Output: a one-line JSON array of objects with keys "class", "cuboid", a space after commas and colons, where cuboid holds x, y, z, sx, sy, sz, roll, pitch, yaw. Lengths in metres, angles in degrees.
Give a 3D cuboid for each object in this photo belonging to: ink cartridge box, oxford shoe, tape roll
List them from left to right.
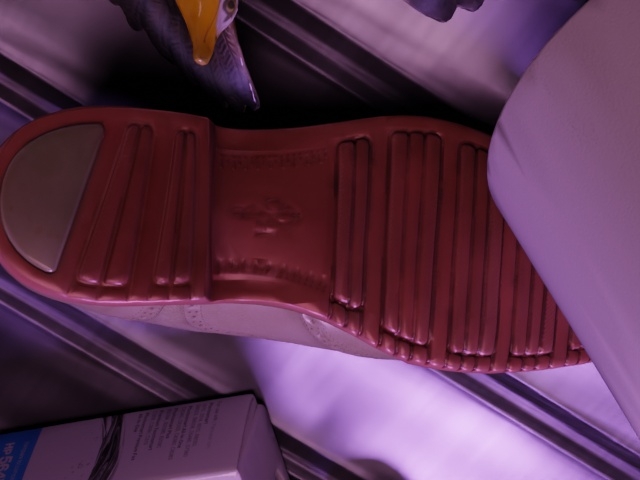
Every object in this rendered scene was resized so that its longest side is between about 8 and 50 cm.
[{"class": "ink cartridge box", "cuboid": [-0.123, 0.200, 1.028, 0.203, 0.086, 0.148, -11, 119, 14]}, {"class": "oxford shoe", "cuboid": [0.000, 0.000, 0.893, 0.397, 0.146, 0.140, 11, 79, -12]}, {"class": "tape roll", "cuboid": [0.228, -0.021, 0.745, 0.246, 0.169, 0.246, -19, 147, -13]}]

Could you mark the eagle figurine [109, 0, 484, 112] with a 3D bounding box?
[{"class": "eagle figurine", "cuboid": [-0.051, -0.186, 0.738, 0.226, 0.298, 0.225, 28, 95, 21]}]
